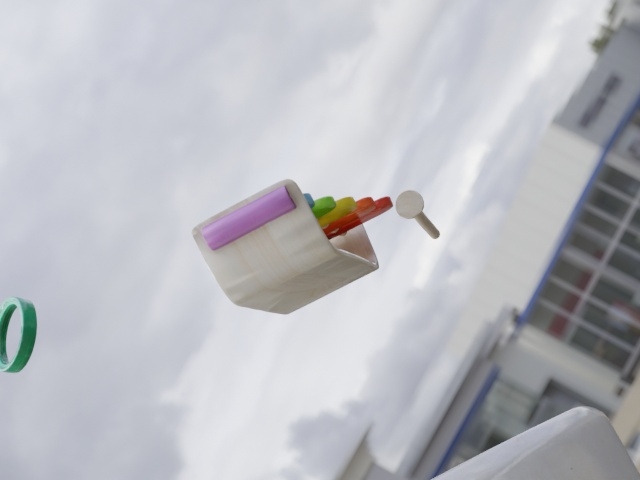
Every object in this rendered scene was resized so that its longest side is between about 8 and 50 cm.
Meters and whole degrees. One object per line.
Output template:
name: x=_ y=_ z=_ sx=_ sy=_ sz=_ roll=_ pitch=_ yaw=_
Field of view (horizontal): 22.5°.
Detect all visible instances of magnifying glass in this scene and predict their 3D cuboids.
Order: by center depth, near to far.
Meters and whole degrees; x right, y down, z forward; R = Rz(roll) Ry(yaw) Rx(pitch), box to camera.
magnifying glass: x=-0.408 y=0.135 z=1.998 sx=0.231 sy=0.026 sz=0.092 roll=-32 pitch=55 yaw=51

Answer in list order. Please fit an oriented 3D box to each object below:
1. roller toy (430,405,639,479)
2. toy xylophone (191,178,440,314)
roller toy: x=0.150 y=0.219 z=1.153 sx=0.209 sy=0.146 sz=0.191 roll=-32 pitch=-11 yaw=25
toy xylophone: x=0.000 y=0.000 z=1.662 sx=0.236 sy=0.081 sz=0.323 roll=-25 pitch=-10 yaw=1
